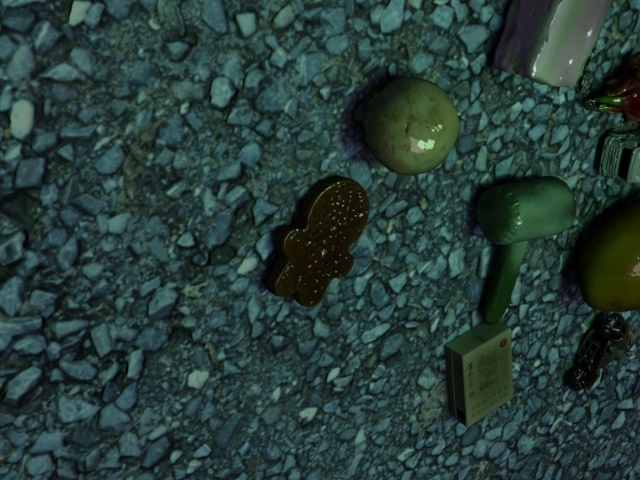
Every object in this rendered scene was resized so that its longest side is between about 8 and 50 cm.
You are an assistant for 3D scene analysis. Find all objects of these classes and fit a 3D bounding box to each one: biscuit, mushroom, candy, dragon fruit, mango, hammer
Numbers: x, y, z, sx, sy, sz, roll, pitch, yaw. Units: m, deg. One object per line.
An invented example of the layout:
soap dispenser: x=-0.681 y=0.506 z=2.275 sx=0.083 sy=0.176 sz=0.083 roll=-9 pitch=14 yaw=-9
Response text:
biscuit: x=0.000 y=0.000 z=1.843 sx=0.180 sy=0.039 sz=0.236 roll=28 pitch=94 yaw=-42
mushroom: x=0.148 y=-0.192 z=1.801 sx=0.166 sy=0.127 sz=0.166 roll=-2 pitch=93 yaw=-29
candy: x=0.421 y=-0.405 z=1.903 sx=0.156 sy=0.116 sz=0.265 roll=4 pitch=111 yaw=-40
dragon fruit: x=0.626 y=-0.294 z=2.131 sx=0.236 sy=0.135 sz=0.137 roll=0 pitch=121 yaw=-20
mango: x=0.717 y=0.029 z=2.322 sx=0.378 sy=0.221 sz=0.263 roll=-21 pitch=129 yaw=-19
hammer: x=0.381 y=0.033 z=2.133 sx=0.207 sy=0.119 sz=0.335 roll=-11 pitch=126 yaw=-33

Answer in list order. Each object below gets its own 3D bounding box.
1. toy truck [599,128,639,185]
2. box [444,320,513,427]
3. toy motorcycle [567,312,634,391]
toy truck: x=0.702 y=-0.183 z=2.256 sx=0.253 sy=0.124 sz=0.114 roll=-14 pitch=120 yaw=-35
box: x=0.334 y=0.276 z=2.256 sx=0.141 sy=0.058 sz=0.201 roll=-28 pitch=129 yaw=-24
toy motorcycle: x=0.653 y=0.261 z=2.492 sx=0.118 sy=0.084 sz=0.212 roll=9 pitch=115 yaw=-43
